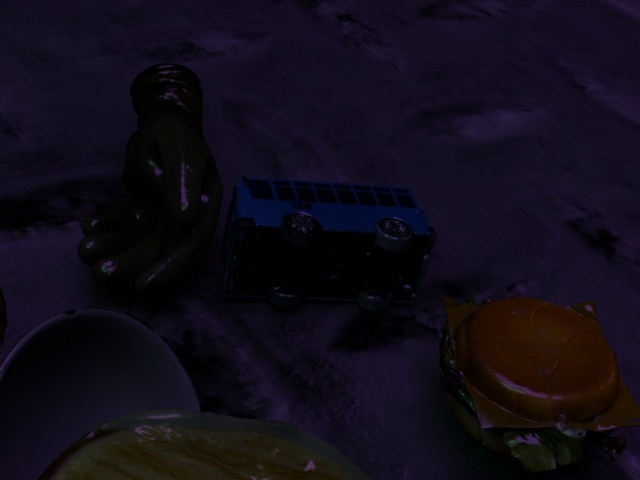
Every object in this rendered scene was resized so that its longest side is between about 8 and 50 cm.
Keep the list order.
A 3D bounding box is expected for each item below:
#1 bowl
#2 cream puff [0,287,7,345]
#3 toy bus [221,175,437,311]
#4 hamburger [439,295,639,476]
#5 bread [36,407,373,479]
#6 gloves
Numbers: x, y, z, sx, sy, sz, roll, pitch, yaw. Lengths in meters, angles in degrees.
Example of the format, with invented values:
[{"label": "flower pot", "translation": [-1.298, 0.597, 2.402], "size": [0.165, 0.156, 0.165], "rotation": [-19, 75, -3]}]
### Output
[{"label": "bowl", "translation": [-0.171, 0.142, 0.750], "size": [0.086, 0.189, 0.189], "rotation": [-12, 19, 38]}, {"label": "cream puff", "translation": [-0.361, 0.052, 0.681], "size": [0.303, 0.212, 0.303], "rotation": [-14, 40, 12]}, {"label": "toy bus", "translation": [0.000, 0.000, 1.017], "size": [0.185, 0.090, 0.106], "rotation": [3, 37, -17]}, {"label": "hamburger", "translation": [0.171, 0.119, 0.910], "size": [0.164, 0.093, 0.189], "rotation": [9, 35, -3]}, {"label": "bread", "translation": [-0.051, 0.237, 0.673], "size": [0.301, 0.045, 0.301], "rotation": [18, 45, -19]}, {"label": "gloves", "translation": [-0.144, -0.052, 1.016], "size": [0.107, 0.135, 0.268], "rotation": [29, 44, -23]}]
